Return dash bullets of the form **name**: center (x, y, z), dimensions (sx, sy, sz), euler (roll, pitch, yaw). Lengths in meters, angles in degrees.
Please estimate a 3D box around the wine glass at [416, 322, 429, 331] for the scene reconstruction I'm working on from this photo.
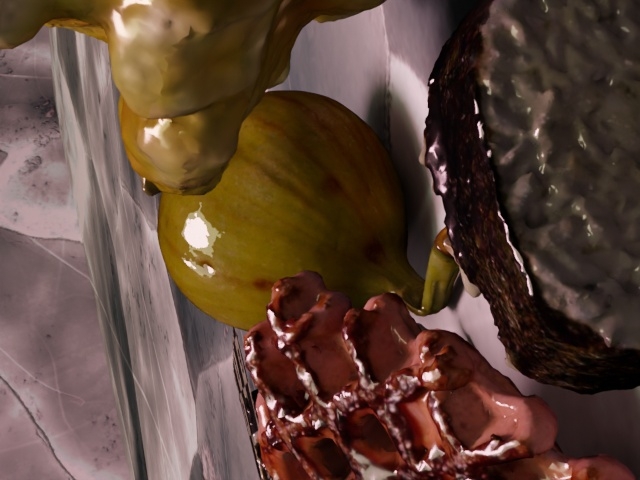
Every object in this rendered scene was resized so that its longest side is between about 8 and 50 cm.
- **wine glass**: center (0.040, 0.160, 0.785), dimensions (0.103, 0.103, 0.222), euler (-118, 24, -55)

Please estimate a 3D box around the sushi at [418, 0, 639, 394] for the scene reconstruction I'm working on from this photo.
- **sushi**: center (0.088, -0.023, 0.498), dimensions (0.078, 0.090, 0.150), euler (112, 145, -72)

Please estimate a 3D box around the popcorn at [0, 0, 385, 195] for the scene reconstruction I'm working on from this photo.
- **popcorn**: center (-0.068, -0.203, 0.624), dimensions (0.279, 0.274, 0.335), euler (42, 133, -1)

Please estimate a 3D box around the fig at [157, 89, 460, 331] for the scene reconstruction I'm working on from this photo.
- **fig**: center (0.002, -0.007, 0.830), dimensions (0.142, 0.186, 0.148), euler (-36, -28, -57)

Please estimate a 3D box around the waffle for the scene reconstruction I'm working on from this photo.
- **waffle**: center (0.055, 0.127, 0.631), dimensions (0.234, 0.055, 0.221), euler (27, 134, 39)

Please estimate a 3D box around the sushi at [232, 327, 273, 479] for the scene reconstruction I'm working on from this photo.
- **sushi**: center (-0.032, 0.184, 1.216), dimensions (0.193, 0.040, 0.210), euler (100, 156, -71)
